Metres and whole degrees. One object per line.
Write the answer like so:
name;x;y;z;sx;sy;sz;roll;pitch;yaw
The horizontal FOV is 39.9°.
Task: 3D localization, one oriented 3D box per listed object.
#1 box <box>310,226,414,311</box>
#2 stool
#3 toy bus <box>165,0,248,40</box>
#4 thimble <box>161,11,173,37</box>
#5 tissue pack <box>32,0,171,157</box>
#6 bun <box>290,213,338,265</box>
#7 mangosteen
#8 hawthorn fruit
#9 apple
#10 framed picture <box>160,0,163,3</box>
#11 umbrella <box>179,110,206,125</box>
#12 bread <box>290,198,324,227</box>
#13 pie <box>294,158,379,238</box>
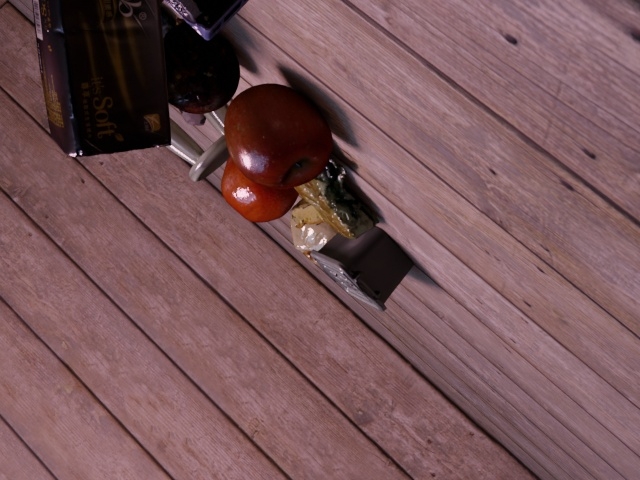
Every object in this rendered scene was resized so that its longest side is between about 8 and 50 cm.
box;0.098;0.049;2.019;0.163;0.135;0.243;45;172;-18
stool;-0.291;-0.273;2.096;0.199;0.195;0.195;48;173;-2
toy bus;-0.222;-0.412;1.189;0.292;0.125;0.133;43;173;-6
thimble;-0.402;-0.403;1.880;0.237;0.237;0.150;37;175;39
tissue pack;-0.387;-0.349;1.531;0.210;0.198;0.370;-140;44;-58
bun;0.000;0.000;2.288;0.222;0.127;0.222;44;171;9
mangosteen;-0.234;-0.324;1.664;0.172;0.172;0.184;47;-173;-22
hawthorn fruit;-0.122;-0.146;2.045;0.196;0.196;0.225;45;148;-11
apple;-0.073;-0.180;1.531;0.168;0.181;0.181;65;-176;29
framed picture;-0.387;-0.543;1.728;0.128;0.023;0.168;39;171;37
umbrella;-0.351;-0.384;2.234;0.337;0.067;0.073;69;-164;-73
bread;-0.010;-0.066;2.070;0.080;0.109;0.084;42;169;36
pie;-0.021;-0.143;1.811;0.296;0.078;0.371;38;169;33
